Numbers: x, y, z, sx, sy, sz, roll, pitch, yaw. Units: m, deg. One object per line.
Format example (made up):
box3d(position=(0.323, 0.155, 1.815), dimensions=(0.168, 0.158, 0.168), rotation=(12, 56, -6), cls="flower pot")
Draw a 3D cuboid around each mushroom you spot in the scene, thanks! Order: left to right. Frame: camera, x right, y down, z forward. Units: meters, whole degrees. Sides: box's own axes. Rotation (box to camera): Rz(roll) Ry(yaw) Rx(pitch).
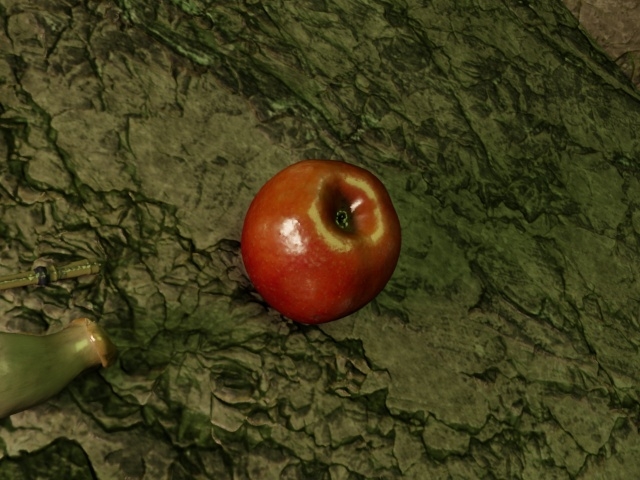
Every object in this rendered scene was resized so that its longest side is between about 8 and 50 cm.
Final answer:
box3d(position=(-0.324, 0.136, 0.855), dimensions=(0.212, 0.097, 0.088), rotation=(-14, 60, -39), cls="mushroom")

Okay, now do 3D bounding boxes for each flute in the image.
box3d(position=(-0.368, 0.049, 0.927), dimensions=(0.233, 0.027, 0.027), rotation=(-13, 70, -38), cls="flute")

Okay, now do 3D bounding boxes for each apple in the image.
box3d(position=(0.000, 0.000, 1.089), dimensions=(0.218, 0.201, 0.218), rotation=(11, 63, -23), cls="apple")
